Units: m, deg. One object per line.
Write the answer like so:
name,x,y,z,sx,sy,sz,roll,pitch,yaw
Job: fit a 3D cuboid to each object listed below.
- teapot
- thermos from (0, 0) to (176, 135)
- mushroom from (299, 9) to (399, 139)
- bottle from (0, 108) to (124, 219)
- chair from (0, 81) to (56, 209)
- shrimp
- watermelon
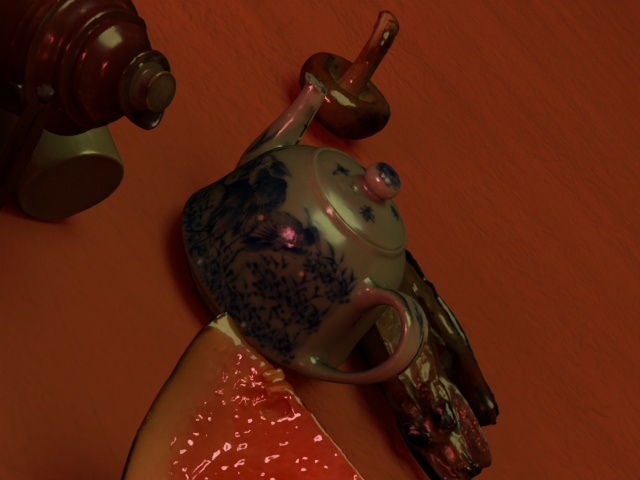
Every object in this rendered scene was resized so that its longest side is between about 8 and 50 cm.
teapot,0.000,0.000,1.144,0.159,0.159,0.232,17,41,-49
thermos,-0.174,-0.124,0.953,0.232,0.124,0.099,24,40,33
mushroom,0.031,-0.141,1.451,0.088,0.073,0.130,33,62,-3
bottle,-0.192,-0.113,1.072,0.072,0.072,0.202,13,45,-51
chair,-0.250,-0.045,0.812,0.188,0.166,0.272,49,-17,0
shrimp,0.080,0.085,1.273,0.173,0.058,0.253,28,31,-53
watermelon,-0.030,0.208,0.854,0.128,0.159,0.303,-24,74,-33
